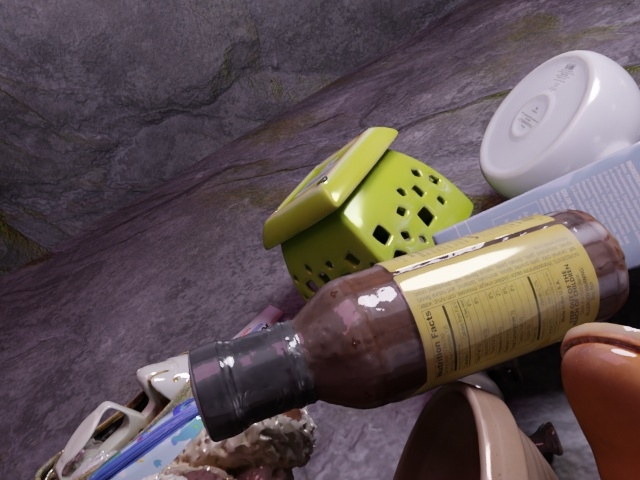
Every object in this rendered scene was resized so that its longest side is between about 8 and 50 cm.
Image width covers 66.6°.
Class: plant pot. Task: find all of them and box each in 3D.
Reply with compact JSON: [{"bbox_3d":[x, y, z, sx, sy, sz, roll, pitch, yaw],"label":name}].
[{"bbox_3d":[0.122,0.237,0.365,0.110,0.237,0.237,18,39,2],"label":"plant pot"},{"bbox_3d":[0.059,-0.024,0.748,0.228,0.207,0.227,-27,20,51],"label":"plant pot"}]

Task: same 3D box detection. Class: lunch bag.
[{"bbox_3d":[-0.163,0.252,0.588,0.176,0.090,0.219,-35,-10,-6],"label":"lunch bag"}]

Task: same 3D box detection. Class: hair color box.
[{"bbox_3d":[0.331,-0.030,0.531,0.375,0.113,0.185,-27,-12,21],"label":"hair color box"},{"bbox_3d":[-0.061,0.169,0.773,0.093,0.053,0.167,-42,31,-24],"label":"hair color box"}]

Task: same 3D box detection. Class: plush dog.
[{"bbox_3d":[-0.066,0.282,0.388,0.210,0.225,0.262,-50,-9,15],"label":"plush dog"}]

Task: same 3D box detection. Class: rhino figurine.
[{"bbox_3d":[0.172,0.156,0.550,0.106,0.073,0.243,-21,27,11],"label":"rhino figurine"}]

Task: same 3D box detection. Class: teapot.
[{"bbox_3d":[0.384,-0.144,0.744,0.252,0.187,0.256,-30,37,61],"label":"teapot"}]

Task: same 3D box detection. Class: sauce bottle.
[{"bbox_3d":[0.071,0.066,0.395,0.345,0.111,0.111,-15,25,-11],"label":"sauce bottle"}]

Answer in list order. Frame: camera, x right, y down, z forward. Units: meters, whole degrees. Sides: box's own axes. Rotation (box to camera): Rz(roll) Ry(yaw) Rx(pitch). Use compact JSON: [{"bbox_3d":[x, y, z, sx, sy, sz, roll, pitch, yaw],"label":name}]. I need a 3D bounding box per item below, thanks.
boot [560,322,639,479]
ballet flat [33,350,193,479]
[{"bbox_3d":[0.172,0.209,0.252,0.220,0.283,0.109,-34,6,-23],"label":"boot"},{"bbox_3d":[-0.272,0.264,0.749,0.348,0.123,0.123,-44,30,-26],"label":"ballet flat"}]
